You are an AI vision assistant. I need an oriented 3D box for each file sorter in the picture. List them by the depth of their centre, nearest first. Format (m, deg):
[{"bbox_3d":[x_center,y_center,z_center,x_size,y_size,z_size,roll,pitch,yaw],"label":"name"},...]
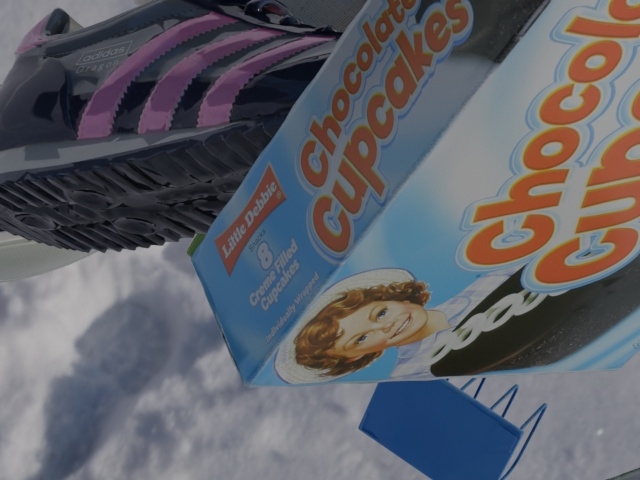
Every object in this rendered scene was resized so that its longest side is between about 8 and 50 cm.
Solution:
[{"bbox_3d":[0.155,0.197,1.653,0.170,0.118,0.104,33,33,19],"label":"file sorter"}]

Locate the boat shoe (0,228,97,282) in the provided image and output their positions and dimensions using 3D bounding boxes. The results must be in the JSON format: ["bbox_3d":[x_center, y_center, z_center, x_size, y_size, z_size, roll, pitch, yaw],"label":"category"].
[{"bbox_3d":[-0.314,-0.013,1.252,0.302,0.114,0.091,-7,69,-43],"label":"boat shoe"}]

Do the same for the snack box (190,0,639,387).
[{"bbox_3d":[0.115,-0.073,0.436,0.187,0.322,0.060,2,49,-38],"label":"snack box"}]

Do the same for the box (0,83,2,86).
[{"bbox_3d":[-0.297,-0.140,1.854,0.293,0.057,0.201,-9,41,3],"label":"box"}]

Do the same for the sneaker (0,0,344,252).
[{"bbox_3d":[-0.027,-0.078,0.680,0.318,0.112,0.131,-4,64,25],"label":"sneaker"}]

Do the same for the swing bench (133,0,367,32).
[{"bbox_3d":[0.001,-0.217,1.066,0.253,0.254,0.165,-42,94,-3],"label":"swing bench"}]

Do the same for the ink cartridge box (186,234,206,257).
[{"bbox_3d":[0.000,0.000,1.648,0.255,0.097,0.189,31,36,-8],"label":"ink cartridge box"}]

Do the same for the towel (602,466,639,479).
[{"bbox_3d":[0.136,0.256,0.555,0.038,0.248,0.325,-1,67,-40],"label":"towel"}]
